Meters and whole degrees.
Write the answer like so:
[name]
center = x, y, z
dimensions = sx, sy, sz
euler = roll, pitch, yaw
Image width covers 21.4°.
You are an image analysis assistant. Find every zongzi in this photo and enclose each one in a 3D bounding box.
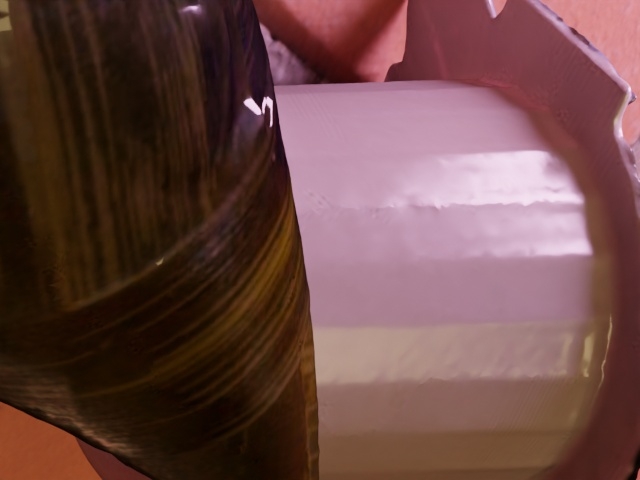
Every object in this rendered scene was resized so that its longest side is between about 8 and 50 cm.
[zongzi]
center = -0.177, -0.009, 0.501
dimensions = 0.403, 0.208, 0.432
euler = -22, 113, -30

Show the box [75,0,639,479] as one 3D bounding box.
[box]
center = 0.000, 0.000, 0.776
dimensions = 0.206, 0.262, 0.291
euler = -2, 85, -33
